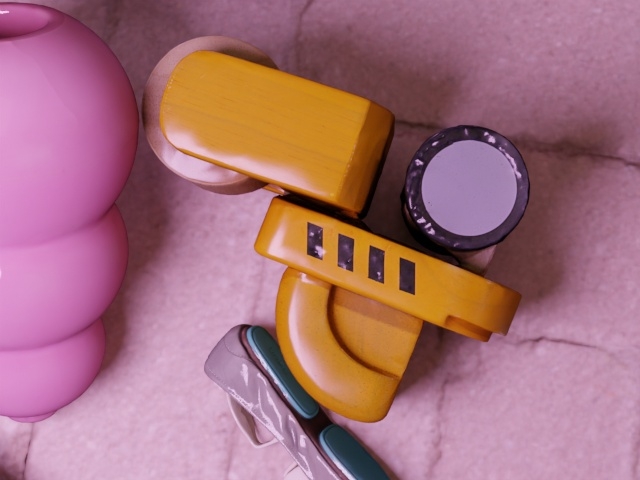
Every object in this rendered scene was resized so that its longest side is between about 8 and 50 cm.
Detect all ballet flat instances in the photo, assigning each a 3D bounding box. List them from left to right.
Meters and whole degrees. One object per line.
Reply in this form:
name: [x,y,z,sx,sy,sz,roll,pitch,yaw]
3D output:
ballet flat: [-0.016,0.164,1.133,0.068,0.072,0.213,-43,79,19]

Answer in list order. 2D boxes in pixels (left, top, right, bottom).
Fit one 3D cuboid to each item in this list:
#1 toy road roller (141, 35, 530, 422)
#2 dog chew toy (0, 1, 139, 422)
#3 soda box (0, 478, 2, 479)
toy road roller: [0.000,0.000,1.099,0.330,0.202,0.240,21,89,3]
dog chew toy: [-0.238,-0.009,1.067,0.207,0.206,0.331,-1,115,-1]
soda box: [-0.290,0.206,1.113,0.183,0.063,0.058,40,79,7]
